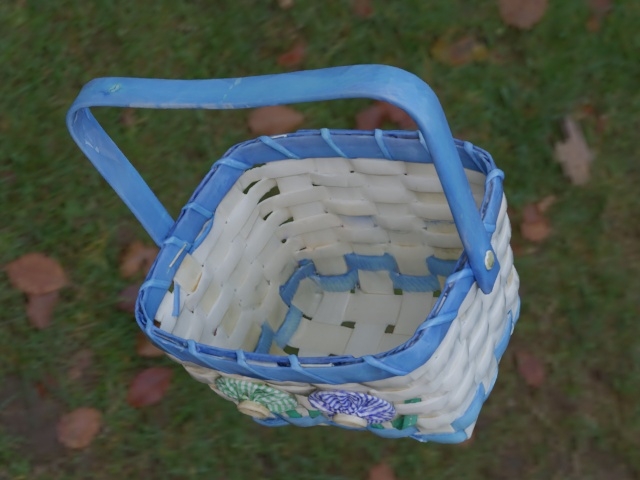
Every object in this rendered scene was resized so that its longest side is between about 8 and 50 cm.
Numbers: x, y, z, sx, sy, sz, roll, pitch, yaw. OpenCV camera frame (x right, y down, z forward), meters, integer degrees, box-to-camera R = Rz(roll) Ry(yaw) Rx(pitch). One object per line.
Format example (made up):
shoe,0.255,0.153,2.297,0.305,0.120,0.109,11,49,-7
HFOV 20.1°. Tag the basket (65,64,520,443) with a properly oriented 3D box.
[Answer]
basket,0.000,0.000,1.163,0.201,0.254,0.289,-61,138,-35
